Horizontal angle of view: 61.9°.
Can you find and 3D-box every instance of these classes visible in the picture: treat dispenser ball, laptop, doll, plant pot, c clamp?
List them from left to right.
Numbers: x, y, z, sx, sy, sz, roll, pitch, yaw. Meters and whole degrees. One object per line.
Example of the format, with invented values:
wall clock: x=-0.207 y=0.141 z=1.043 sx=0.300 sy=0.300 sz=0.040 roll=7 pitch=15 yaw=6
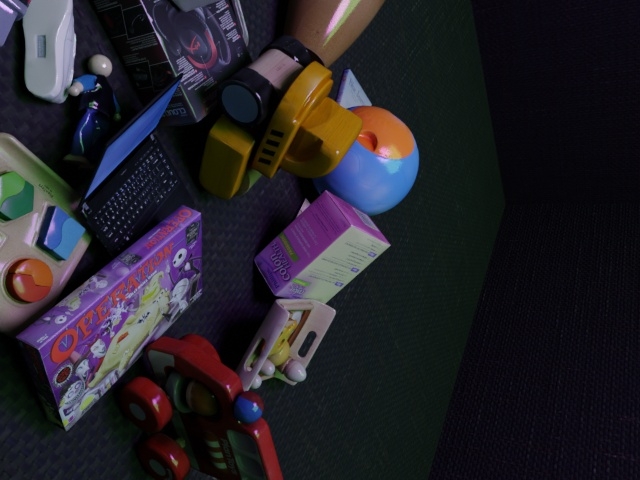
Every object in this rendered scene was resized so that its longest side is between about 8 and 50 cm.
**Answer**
doll: x=-0.360 y=-0.207 z=0.846 sx=0.129 sy=0.046 sz=0.189 roll=51 pitch=44 yaw=-74
laptop: x=-0.271 y=-0.098 z=0.889 sx=0.234 sy=0.136 sz=0.264 roll=-66 pitch=144 yaw=-45
c clamp: x=-0.198 y=-0.461 z=1.134 sx=0.137 sy=0.022 sz=0.160 roll=-40 pitch=125 yaw=-51
plant pot: x=0.009 y=-0.554 z=1.315 sx=0.237 sy=0.237 sz=0.254 roll=38 pitch=74 yaw=-53
treat dispenser ball: x=0.112 y=-0.207 z=1.403 sx=0.288 sy=0.288 sz=0.288 roll=-4 pitch=95 yaw=-59

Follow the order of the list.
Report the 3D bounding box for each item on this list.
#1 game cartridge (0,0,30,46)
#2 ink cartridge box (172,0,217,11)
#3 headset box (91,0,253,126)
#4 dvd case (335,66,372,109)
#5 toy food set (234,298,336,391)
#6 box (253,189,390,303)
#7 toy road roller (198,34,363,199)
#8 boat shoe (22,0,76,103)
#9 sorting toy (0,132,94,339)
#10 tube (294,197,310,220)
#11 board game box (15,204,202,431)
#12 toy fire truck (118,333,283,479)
game cartridge: x=-0.451 y=-0.457 z=0.685 sx=0.230 sy=0.068 sz=0.355 roll=33 pitch=63 yaw=-50
ink cartridge box: x=-0.168 y=-0.539 z=0.805 sx=0.198 sy=0.197 sz=0.270 roll=38 pitch=58 yaw=-51
headset box: x=-0.249 y=-0.361 z=0.968 sx=0.218 sy=0.110 sz=0.293 roll=-57 pitch=136 yaw=-41
dvd case: x=0.092 y=-0.365 z=1.619 sx=0.180 sy=0.022 sz=0.253 roll=41 pitch=56 yaw=-52
toy food set: x=-0.073 y=0.245 z=1.182 sx=0.219 sy=0.092 sz=0.306 roll=-61 pitch=161 yaw=4
box: x=0.008 y=0.027 z=1.275 sx=0.213 sy=0.243 sz=0.117 roll=22 pitch=29 yaw=-57
toy road roller: x=-0.073 y=-0.196 z=1.030 sx=0.202 sy=0.240 sz=0.329 roll=-56 pitch=-179 yaw=-41
boat shoe: x=-0.392 y=-0.294 z=0.790 sx=0.063 sy=0.066 sz=0.184 roll=131 pitch=-44 yaw=-87
sorting toy: x=-0.449 y=-0.029 z=0.718 sx=0.307 sy=0.041 sz=0.229 roll=54 pitch=47 yaw=-45
tube: x=0.000 y=0.000 z=1.456 sx=0.240 sy=0.062 sz=0.070 roll=56 pitch=2 yaw=-37
board game box: x=-0.312 y=0.114 z=0.868 sx=0.347 sy=0.056 sz=0.208 roll=-51 pitch=154 yaw=-45
toy fire truck: x=-0.192 y=0.312 z=0.944 sx=0.169 sy=0.254 sz=0.302 roll=-41 pitch=129 yaw=-51
